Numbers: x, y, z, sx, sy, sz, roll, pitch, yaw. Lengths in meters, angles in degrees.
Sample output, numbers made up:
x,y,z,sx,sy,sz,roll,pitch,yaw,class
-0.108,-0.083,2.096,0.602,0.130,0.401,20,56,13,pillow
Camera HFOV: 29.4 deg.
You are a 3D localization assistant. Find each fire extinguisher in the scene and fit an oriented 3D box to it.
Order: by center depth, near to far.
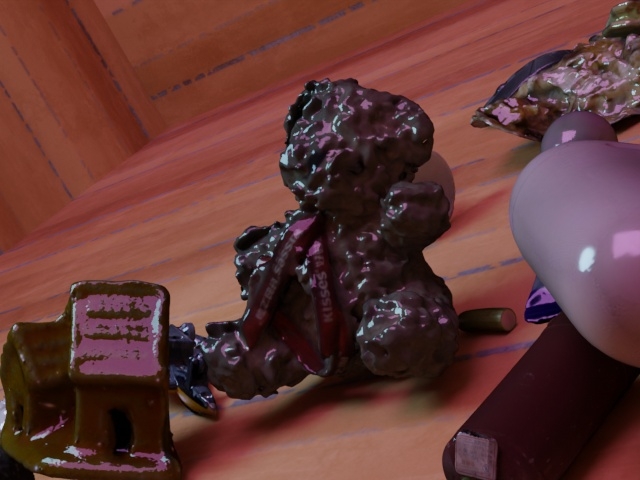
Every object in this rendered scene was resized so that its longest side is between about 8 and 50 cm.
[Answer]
x,y,z,sx,sy,sz,roll,pitch,yaw,class
0.184,0.163,1.049,0.105,0.105,0.269,-11,23,49,fire extinguisher

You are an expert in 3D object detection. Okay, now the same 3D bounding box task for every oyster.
x,y,z,sx,sy,sz,roll,pitch,yaw,class
0.412,-0.237,1.878,0.351,0.115,0.238,-20,18,32,oyster

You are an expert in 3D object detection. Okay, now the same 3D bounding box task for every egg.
x,y,z,sx,sy,sz,roll,pitch,yaw,class
0.349,-0.122,1.643,0.103,0.103,0.135,-22,16,26,egg

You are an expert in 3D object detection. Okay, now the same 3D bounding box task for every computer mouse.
x,y,z,sx,sy,sz,roll,pitch,yaw,class
0.374,-0.280,2.166,0.231,0.071,0.126,-27,15,11,computer mouse

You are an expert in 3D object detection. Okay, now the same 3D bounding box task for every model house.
x,y,z,sx,sy,sz,roll,pitch,yaw,class
-0.286,0.168,1.509,0.268,0.239,0.173,1,7,7,model house

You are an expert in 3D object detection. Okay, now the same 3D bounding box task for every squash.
x,y,z,sx,sy,sz,roll,pitch,yaw,class
0.186,0.091,1.399,0.027,0.027,0.083,-39,19,-33,squash

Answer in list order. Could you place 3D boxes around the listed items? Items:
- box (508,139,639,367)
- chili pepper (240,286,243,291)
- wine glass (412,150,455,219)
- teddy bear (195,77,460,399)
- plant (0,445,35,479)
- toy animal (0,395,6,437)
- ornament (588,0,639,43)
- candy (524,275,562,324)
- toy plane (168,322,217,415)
x,y,z,sx,sy,sz,roll,pitch,yaw,class
0.322,0.012,1.036,0.289,0.141,0.349,5,16,-5,box
-0.034,0.059,1.826,0.279,0.065,0.122,-19,22,47,chili pepper
0.089,-0.067,1.845,0.196,0.165,0.165,-4,29,49,wine glass
0.012,-0.012,1.428,0.357,0.367,0.224,-11,0,43,teddy bear
-0.456,0.338,1.551,0.131,0.142,0.203,-5,20,22,plant
-0.482,0.290,1.879,0.085,0.071,0.124,-34,16,-19,toy animal
0.530,-0.322,1.944,0.180,0.059,0.201,5,-10,0,ornament
0.297,0.020,1.359,0.145,0.070,0.275,-16,16,15,candy
-0.206,0.172,1.706,0.204,0.103,0.316,2,4,-27,toy plane
